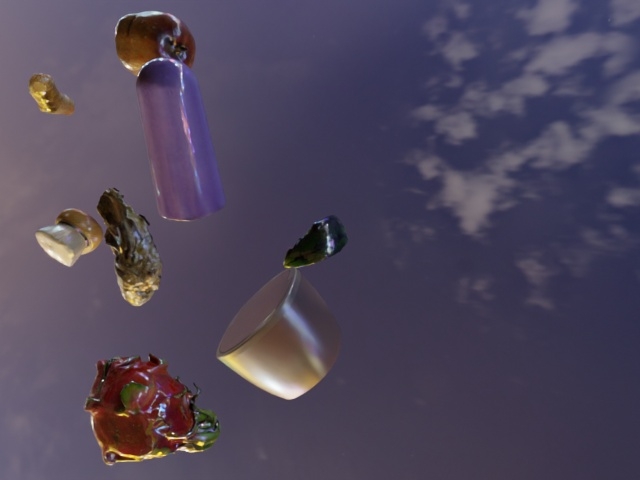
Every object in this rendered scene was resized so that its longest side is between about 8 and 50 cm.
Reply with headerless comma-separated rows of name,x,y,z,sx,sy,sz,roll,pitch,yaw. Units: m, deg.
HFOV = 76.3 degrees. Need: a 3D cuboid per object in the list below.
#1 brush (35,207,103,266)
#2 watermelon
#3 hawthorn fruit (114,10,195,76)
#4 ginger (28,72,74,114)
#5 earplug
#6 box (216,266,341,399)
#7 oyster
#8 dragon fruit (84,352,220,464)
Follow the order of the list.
brush,-0.964,0.008,1.572,0.266,0.174,0.166,-45,-166,49
watermelon,0.000,0.000,1.339,0.129,0.301,0.123,-29,-84,48
hawthorn fruit,-0.606,-0.739,1.557,0.301,0.268,0.268,9,-100,22
ginger,-0.871,-0.465,1.318,0.095,0.190,0.069,-17,-108,-12
earplug,-0.426,-0.300,1.221,0.215,0.215,0.456,17,-55,32
box,-0.094,0.245,1.065,0.301,0.216,0.301,-40,-164,14
oyster,-0.465,0.026,0.964,0.166,0.094,0.294,-6,-70,40
dragon fruit,-0.333,0.335,0.834,0.198,0.269,0.200,-31,-123,42
